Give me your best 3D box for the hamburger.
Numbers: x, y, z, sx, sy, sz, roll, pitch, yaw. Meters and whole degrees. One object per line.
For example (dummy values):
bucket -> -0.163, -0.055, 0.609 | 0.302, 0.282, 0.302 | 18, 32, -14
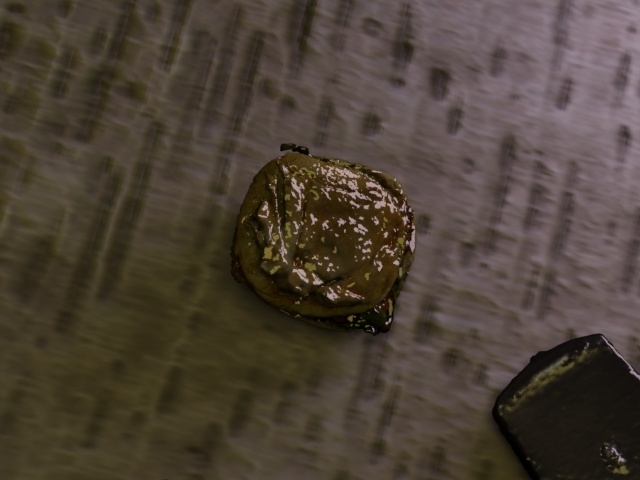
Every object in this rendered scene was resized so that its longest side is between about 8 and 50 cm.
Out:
hamburger -> 0.000, 0.000, 1.701 | 0.206, 0.130, 0.183 | 19, 73, -20

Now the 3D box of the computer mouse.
computer mouse -> 0.311, 0.242, 1.674 | 0.168, 0.087, 0.295 | -31, 66, -7

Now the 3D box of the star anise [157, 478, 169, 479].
star anise -> -0.203, 0.391, 1.551 | 0.331, 0.117, 0.332 | 0, 73, -1
